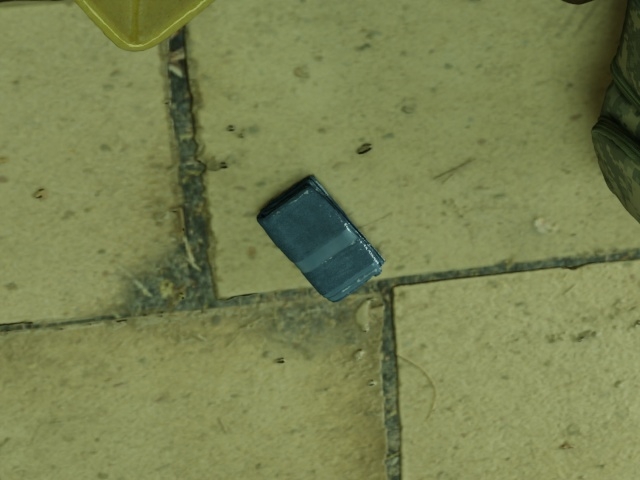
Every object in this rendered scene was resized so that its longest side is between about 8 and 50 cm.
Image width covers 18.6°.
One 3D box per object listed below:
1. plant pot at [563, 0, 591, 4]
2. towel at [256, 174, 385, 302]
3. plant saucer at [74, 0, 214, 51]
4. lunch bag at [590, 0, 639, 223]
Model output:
[{"bbox_3d":[0.252,-0.296,1.517,0.215,0.215,0.230,32,128,-24],"label":"plant pot"},{"bbox_3d":[0.000,0.000,1.752,0.067,0.029,0.119,-34,121,13],"label":"towel"},{"bbox_3d":[-0.124,-0.360,1.480,0.332,0.081,0.333,-36,120,14],"label":"plant saucer"},{"bbox_3d":[0.370,-0.052,1.593,0.212,0.305,0.256,-17,138,-24],"label":"lunch bag"}]
